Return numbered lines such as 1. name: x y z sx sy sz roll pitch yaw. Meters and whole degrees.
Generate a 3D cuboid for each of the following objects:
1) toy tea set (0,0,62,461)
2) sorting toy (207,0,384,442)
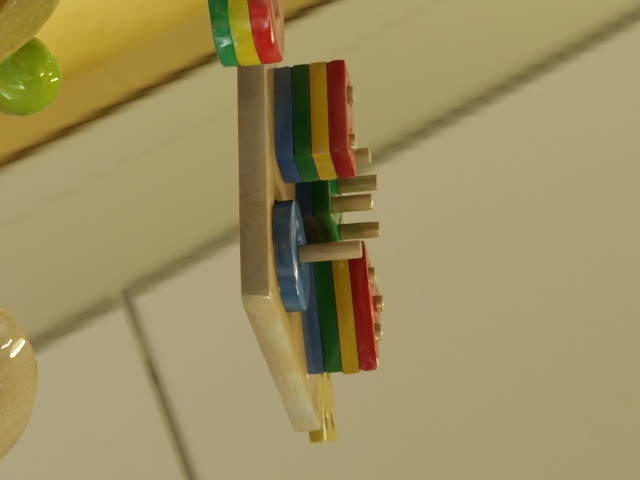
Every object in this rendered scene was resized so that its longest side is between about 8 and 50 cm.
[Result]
1. toy tea set: -0.141 -0.059 0.387 0.200 0.336 0.124 -39 -139 0
2. sorting toy: 0.000 0.000 0.870 0.046 0.274 0.132 -6 -120 7
